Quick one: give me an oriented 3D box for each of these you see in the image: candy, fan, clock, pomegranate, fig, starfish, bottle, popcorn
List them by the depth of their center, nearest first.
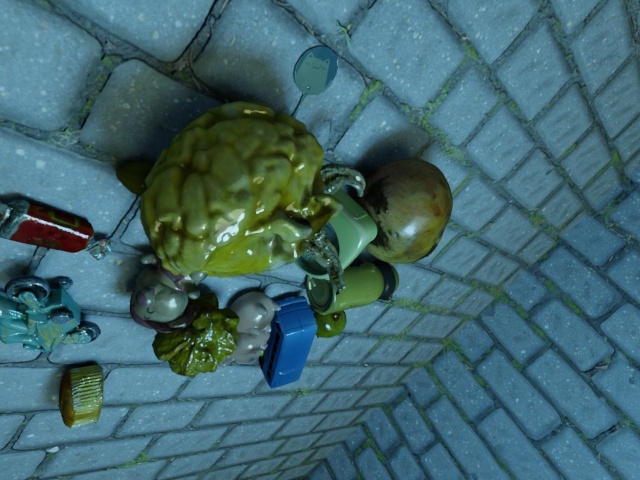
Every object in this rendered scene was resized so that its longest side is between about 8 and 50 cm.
[{"bbox_3d":[-0.561,-0.024,0.906,0.086,0.059,0.292,-46,143,13],"label":"candy"},{"bbox_3d":[-0.174,-0.100,0.914,0.389,0.344,0.355,-4,89,-27],"label":"popcorn"},{"bbox_3d":[-0.382,-0.132,0.919,0.087,0.074,0.074,12,127,-17],"label":"fig"},{"bbox_3d":[-0.024,-0.357,1.002,0.113,0.005,0.176,5,127,-42],"label":"fan"},{"bbox_3d":[-0.045,-0.031,1.151,0.082,0.323,0.433,-40,149,-54],"label":"starfish"},{"bbox_3d":[0.000,0.000,1.243,0.096,0.235,0.308,-25,155,-50],"label":"clock"},{"bbox_3d":[0.238,-0.085,1.280,0.321,0.322,0.322,-21,141,-18],"label":"pomegranate"},{"bbox_3d":[0.130,0.151,1.557,0.350,0.172,0.172,-5,134,-38],"label":"bottle"},{"bbox_3d":[0.017,0.301,1.679,0.147,0.186,0.142,38,74,-23],"label":"fig"}]

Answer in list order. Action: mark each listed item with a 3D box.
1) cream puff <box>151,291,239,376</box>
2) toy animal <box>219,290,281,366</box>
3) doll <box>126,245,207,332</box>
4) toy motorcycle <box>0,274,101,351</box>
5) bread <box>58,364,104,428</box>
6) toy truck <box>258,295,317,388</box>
[{"bbox_3d":[-0.348,0.256,1.236,0.196,0.244,0.244,-45,143,14],"label":"cream puff"},{"bbox_3d":[-0.235,0.283,1.424,0.166,0.154,0.251,0,114,-52],"label":"toy animal"},{"bbox_3d":[-0.384,0.115,1.097,0.152,0.196,0.256,18,112,-48],"label":"doll"},{"bbox_3d":[-0.663,0.178,1.026,0.198,0.109,0.297,-15,142,-10],"label":"toy motorcycle"},{"bbox_3d":[-0.694,0.453,1.269,0.114,0.132,0.191,-3,131,-33],"label":"bread"},{"bbox_3d":[-0.124,0.371,1.600,0.160,0.162,0.385,-9,136,-28],"label":"toy truck"}]
